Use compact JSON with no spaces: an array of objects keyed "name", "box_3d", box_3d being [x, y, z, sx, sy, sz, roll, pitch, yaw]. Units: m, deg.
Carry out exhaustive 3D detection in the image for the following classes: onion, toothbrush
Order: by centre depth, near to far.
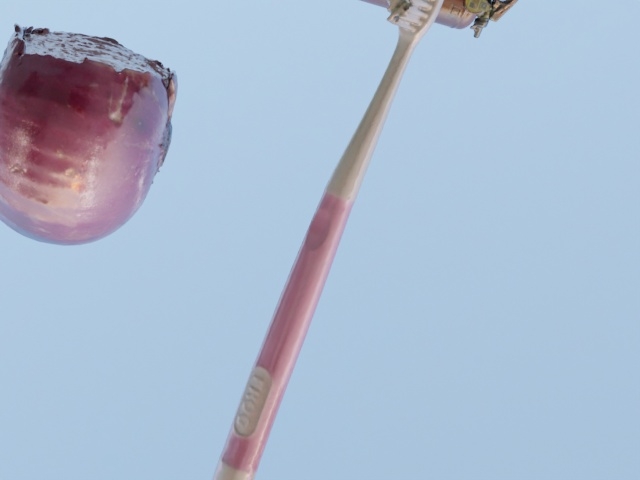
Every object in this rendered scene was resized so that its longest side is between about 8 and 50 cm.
[{"name":"toothbrush","box_3d":[0.000,0.000,0.554,0.020,0.025,0.286,27,-78,31]},{"name":"onion","box_3d":[-0.211,-0.084,1.049,0.200,0.200,0.207,-50,-143,-13]}]

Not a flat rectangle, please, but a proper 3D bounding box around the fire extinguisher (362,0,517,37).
[{"name":"fire extinguisher","box_3d":[0.081,-0.212,1.026,0.177,0.062,0.050,13,-151,-14]}]
